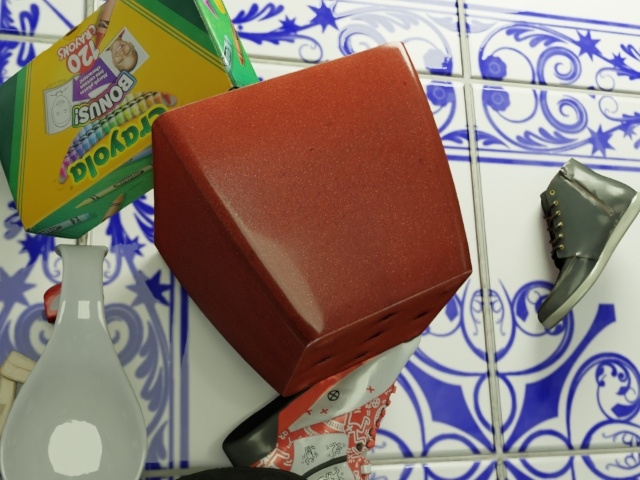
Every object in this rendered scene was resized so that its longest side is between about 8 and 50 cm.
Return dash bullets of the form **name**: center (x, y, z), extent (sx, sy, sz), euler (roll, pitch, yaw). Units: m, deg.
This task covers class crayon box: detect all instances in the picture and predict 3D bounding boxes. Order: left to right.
- **crayon box**: center (-0.205, -0.139, 0.828), extent (0.278, 0.081, 0.165), euler (-31, 72, 19)

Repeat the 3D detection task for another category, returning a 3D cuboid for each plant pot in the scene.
- **plant pot**: center (0.000, 0.000, 0.822), extent (0.267, 0.267, 0.236), euler (-22, 69, -20)

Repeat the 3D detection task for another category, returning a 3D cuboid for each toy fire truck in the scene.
- **toy fire truck**: center (-0.283, 0.142, 0.846), extent (0.135, 0.047, 0.192), euler (-11, 80, -19)

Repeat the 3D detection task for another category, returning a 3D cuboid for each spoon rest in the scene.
- **spoon rest**: center (-0.240, 0.133, 0.790), extent (0.137, 0.084, 0.276), euler (1, 76, -17)

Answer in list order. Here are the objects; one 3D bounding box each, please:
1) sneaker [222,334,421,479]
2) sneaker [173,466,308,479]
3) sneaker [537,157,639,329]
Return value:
- **sneaker**: center (0.034, 0.211, 0.906), extent (0.270, 0.090, 0.145), euler (-33, 95, -24)
- **sneaker**: center (-0.137, 0.340, 0.776), extent (0.295, 0.124, 0.178), euler (-10, 116, -19)
- **sneaker**: center (0.318, 0.003, 1.056), extent (0.118, 0.083, 0.222), euler (33, 76, 14)
